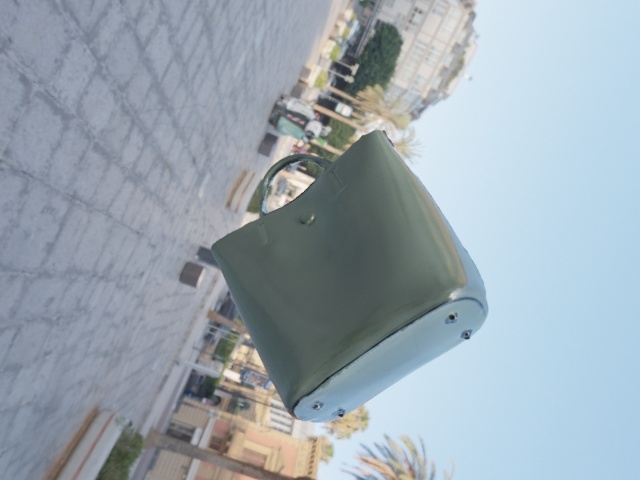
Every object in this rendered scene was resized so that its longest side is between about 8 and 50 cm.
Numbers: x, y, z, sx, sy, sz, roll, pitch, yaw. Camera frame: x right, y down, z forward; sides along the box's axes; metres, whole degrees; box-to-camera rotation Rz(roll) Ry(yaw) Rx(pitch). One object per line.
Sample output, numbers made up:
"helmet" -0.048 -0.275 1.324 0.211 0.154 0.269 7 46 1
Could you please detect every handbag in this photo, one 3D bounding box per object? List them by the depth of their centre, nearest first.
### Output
"handbag" 0.000 0.000 0.491 0.241 0.109 0.315 -34 -124 8
